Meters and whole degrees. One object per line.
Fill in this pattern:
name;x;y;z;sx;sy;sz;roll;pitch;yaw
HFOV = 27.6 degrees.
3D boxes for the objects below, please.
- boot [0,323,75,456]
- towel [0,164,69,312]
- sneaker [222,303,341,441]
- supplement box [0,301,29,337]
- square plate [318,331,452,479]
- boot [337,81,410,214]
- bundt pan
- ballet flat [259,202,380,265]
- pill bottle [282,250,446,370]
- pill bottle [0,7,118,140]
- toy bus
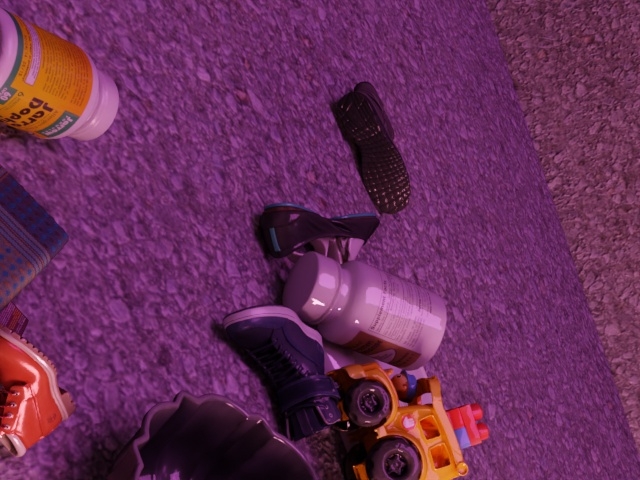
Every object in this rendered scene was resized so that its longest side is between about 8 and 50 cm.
boot;-0.302;0.149;1.281;0.084;0.059;0.158;-45;141;-26
towel;-0.407;-0.014;1.209;0.271;0.040;0.370;48;27;-9
sneaker;-0.047;0.185;1.793;0.226;0.086;0.163;32;40;-54
supplement box;-0.345;0.074;1.313;0.083;0.055;0.043;54;29;-27
square plate;0.119;0.276;2.107;0.347;0.049;0.344;68;24;-1
boot;0.118;-0.180;2.439;0.246;0.083;0.161;67;19;-6
bundt pan;-0.114;0.336;1.433;0.331;0.124;0.331;36;30;-25
ballet flat;0.000;0.000;2.049;0.280;0.095;0.096;4;77;-52
pill bottle;0.064;0.103;1.969;0.229;0.131;0.131;23;46;-26
pill bottle;-0.327;-0.182;1.478;0.208;0.118;0.117;23;51;-58
toy bus;0.130;0.265;1.901;0.149;0.211;0.220;142;-72;-72
